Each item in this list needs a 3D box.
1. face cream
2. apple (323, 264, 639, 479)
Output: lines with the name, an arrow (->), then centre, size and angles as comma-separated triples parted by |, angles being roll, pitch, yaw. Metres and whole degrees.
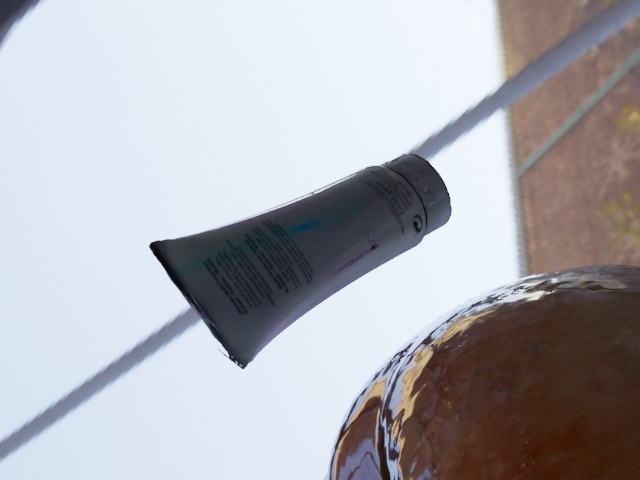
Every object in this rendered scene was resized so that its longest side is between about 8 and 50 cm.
face cream -> 0.000, 0.000, 0.380 | 0.038, 0.020, 0.115 | 54, -144, 7
apple -> 0.164, 0.179, 0.652 | 0.305, 0.338, 0.338 | 4, -137, -14
